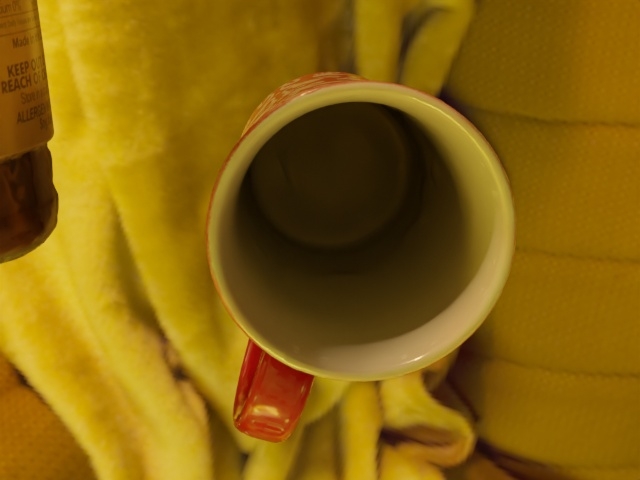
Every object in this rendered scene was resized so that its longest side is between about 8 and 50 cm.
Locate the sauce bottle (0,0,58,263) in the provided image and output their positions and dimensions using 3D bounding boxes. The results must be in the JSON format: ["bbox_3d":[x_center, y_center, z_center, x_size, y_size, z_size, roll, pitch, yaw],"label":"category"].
[{"bbox_3d":[-0.154,-0.160,0.398,0.111,0.111,0.344,-29,117,-58],"label":"sauce bottle"}]

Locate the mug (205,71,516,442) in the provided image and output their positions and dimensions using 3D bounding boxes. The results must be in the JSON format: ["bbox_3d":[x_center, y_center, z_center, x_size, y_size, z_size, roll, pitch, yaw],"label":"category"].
[{"bbox_3d":[-0.004,-0.009,0.557,0.150,0.113,0.169,-39,-168,5],"label":"mug"}]
